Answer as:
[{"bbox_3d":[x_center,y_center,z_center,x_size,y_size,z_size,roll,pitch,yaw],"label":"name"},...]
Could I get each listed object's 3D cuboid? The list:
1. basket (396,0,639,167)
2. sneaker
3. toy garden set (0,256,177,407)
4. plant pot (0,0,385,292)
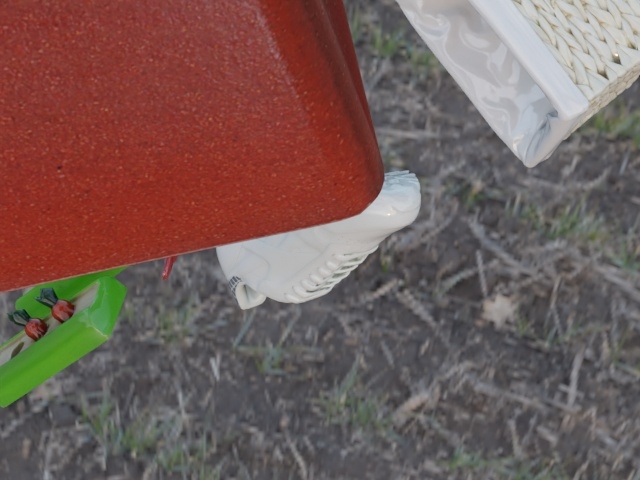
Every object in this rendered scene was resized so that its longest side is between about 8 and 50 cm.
[{"bbox_3d":[0.144,-0.154,0.946,0.103,0.113,0.167,-36,81,-13],"label":"basket"},{"bbox_3d":[0.000,0.000,1.096,0.090,0.235,0.094,-7,88,-37],"label":"sneaker"},{"bbox_3d":[-0.125,-0.036,0.871,0.049,0.204,0.244,40,37,-24],"label":"toy garden set"},{"bbox_3d":[-0.145,-0.153,0.439,0.267,0.235,0.267,-13,54,2],"label":"plant pot"}]
